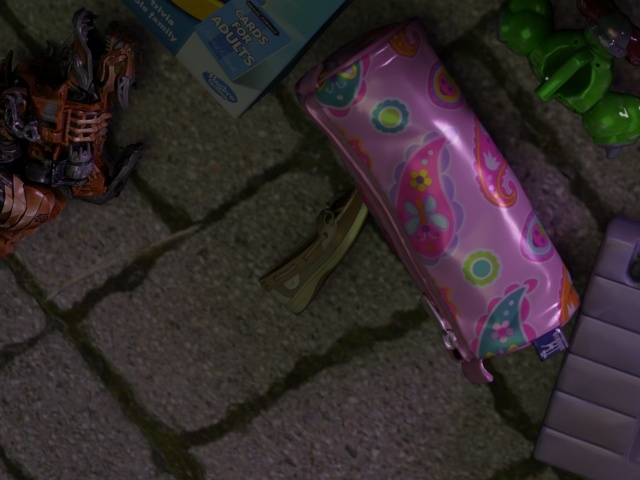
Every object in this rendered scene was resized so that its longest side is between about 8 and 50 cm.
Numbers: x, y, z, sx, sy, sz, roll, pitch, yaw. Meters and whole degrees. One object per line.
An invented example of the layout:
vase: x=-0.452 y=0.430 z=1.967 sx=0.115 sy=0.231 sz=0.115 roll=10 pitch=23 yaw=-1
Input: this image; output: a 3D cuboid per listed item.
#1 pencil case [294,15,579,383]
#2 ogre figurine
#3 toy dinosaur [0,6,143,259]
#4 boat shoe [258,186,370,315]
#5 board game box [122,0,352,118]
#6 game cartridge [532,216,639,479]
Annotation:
pencil case: x=0.093 y=-0.032 z=1.178 sx=0.124 sy=0.124 sz=0.284 roll=-25 pitch=101 yaw=29
ogre figurine: x=0.206 y=-0.150 z=1.098 sx=0.197 sy=0.097 sz=0.118 roll=42 pitch=110 yaw=-13
toy dinosaur: x=-0.283 y=-0.074 z=1.300 sx=0.218 sy=0.164 sz=0.322 roll=31 pitch=100 yaw=-13
boat shoe: x=0.000 y=-0.001 z=1.269 sx=0.048 sy=0.056 sz=0.153 roll=35 pitch=128 yaw=-1
board game box: x=-0.062 y=-0.268 z=1.082 sx=0.254 sy=0.079 sz=0.336 roll=46 pitch=146 yaw=-3
game cartridge: x=0.366 y=0.140 z=1.187 sx=0.355 sy=0.068 sz=0.230 roll=20 pitch=122 yaw=12
